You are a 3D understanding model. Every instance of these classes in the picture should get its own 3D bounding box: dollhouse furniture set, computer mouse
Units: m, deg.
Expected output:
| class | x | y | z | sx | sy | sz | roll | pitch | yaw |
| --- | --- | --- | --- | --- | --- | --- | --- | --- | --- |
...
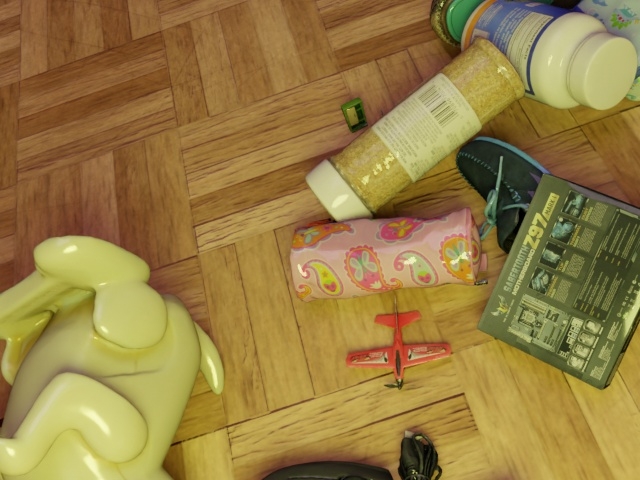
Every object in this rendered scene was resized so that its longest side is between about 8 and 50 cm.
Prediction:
| class | x | y | z | sx | sy | sz | roll | pitch | yaw |
| --- | --- | --- | --- | --- | --- | --- | --- | --- | --- |
| dollhouse furniture set | 0.090 | -0.179 | 1.488 | 0.076 | 0.058 | 0.151 | -26 | 49 | -4 |
| computer mouse | 0.011 | 0.309 | 1.072 | 0.272 | 0.072 | 0.188 | -17 | 18 | 12 |

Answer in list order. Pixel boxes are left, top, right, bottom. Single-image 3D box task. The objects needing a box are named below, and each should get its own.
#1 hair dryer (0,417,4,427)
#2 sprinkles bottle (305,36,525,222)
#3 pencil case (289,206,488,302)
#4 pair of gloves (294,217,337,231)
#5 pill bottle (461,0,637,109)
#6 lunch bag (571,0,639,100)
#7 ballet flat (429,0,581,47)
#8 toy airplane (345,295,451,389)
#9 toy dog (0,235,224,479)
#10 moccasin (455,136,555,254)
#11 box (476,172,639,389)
| class | x | y | z | sx | sy | sz | roll | pitch | yaw |
| --- | --- | --- | --- | --- | --- | --- | --- | --- | --- |
| hair dryer | -0.400 | 0.236 | 1.309 | 0.224 | 0.080 | 0.293 | 24 | 49 | 36 |
| sprinkles bottle | 0.147 | -0.162 | 1.363 | 0.355 | 0.121 | 0.121 | -38 | 49 | 4 |
| pencil case | 0.098 | 0.024 | 1.280 | 0.284 | 0.124 | 0.124 | -7 | 51 | 13 |
| pair of gloves | 0.000 | 0.000 | 1.404 | 0.074 | 0.010 | 0.083 | -16 | 51 | 2 |
| pill bottle | 0.367 | -0.300 | 1.401 | 0.152 | 0.152 | 0.272 | -38 | 38 | -13 |
| lunch bag | 0.517 | -0.346 | 1.436 | 0.176 | 0.090 | 0.219 | -41 | 44 | 22 |
| ballet flat | 0.426 | -0.485 | 1.581 | 0.483 | 0.164 | 0.182 | -17 | 29 | 6 |
| toy airplane | 0.108 | 0.147 | 1.237 | 0.151 | 0.028 | 0.151 | -8 | 50 | 10 |
| toy dog | -0.287 | 0.261 | 1.107 | 0.285 | 0.395 | 0.407 | -22 | 61 | 25 |
| moccasin | 0.300 | -0.032 | 1.251 | 0.117 | 0.137 | 0.342 | -38 | 50 | -8 |
| box | 0.334 | 0.051 | 1.135 | 0.183 | 0.059 | 0.232 | 25 | 99 | 27 |
